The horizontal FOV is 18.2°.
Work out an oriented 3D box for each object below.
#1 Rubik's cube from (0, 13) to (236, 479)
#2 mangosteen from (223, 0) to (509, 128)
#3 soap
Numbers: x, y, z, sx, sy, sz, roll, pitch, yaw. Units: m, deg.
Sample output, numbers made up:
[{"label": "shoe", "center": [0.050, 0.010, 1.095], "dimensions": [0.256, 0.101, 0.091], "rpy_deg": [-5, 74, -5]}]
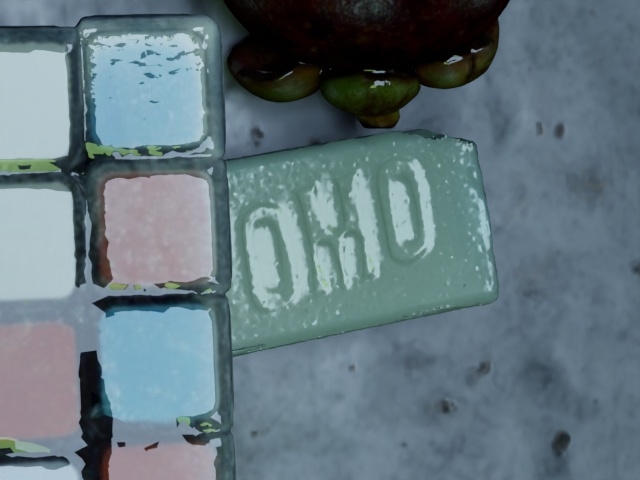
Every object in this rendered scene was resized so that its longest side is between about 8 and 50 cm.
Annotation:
[{"label": "Rubik's cube", "center": [-0.181, 0.033, 0.963], "dimensions": [0.253, 0.259, 0.256], "rpy_deg": [-2, 89, -12]}, {"label": "mangosteen", "center": [0.024, -0.152, 1.135], "dimensions": [0.200, 0.200, 0.200], "rpy_deg": [0, 90, -24]}, {"label": "soap", "center": [0.000, 0.000, 1.171], "dimensions": [0.198, 0.063, 0.114], "rpy_deg": [-12, 93, -24]}]
